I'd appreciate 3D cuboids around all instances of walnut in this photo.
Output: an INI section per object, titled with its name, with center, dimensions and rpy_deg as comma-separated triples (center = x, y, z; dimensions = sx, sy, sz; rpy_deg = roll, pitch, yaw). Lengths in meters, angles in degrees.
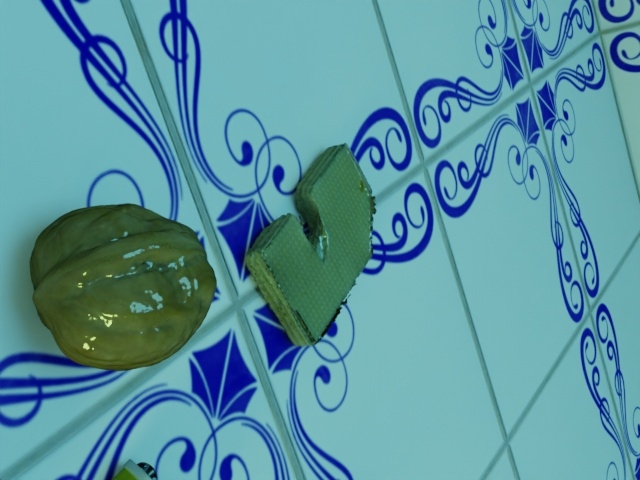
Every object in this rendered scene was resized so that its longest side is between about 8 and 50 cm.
[walnut]
center = -0.176, 0.041, 0.816
dimensions = 0.166, 0.149, 0.167
rpy_deg = 18, 48, -20

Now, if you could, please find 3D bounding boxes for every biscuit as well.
[biscuit]
center = 0.000, 0.000, 1.139
dimensions = 0.147, 0.046, 0.250
rpy_deg = 60, 42, -26

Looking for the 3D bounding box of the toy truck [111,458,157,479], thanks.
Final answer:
[toy truck]
center = -0.160, 0.266, 0.855
dimensions = 0.077, 0.076, 0.111
rpy_deg = -43, 118, -21
